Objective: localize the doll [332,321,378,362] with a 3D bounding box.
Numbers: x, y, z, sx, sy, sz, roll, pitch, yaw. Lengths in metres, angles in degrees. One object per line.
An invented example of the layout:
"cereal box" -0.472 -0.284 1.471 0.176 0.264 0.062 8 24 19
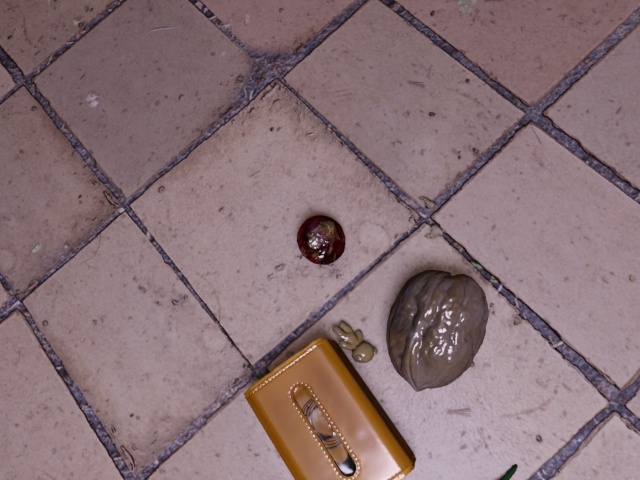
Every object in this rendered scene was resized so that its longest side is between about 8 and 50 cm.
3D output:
"doll" 0.068 0.199 1.040 0.062 0.051 0.093 -25 80 -39

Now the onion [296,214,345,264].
"onion" 0.000 0.000 1.094 0.107 0.097 0.107 11 69 -29

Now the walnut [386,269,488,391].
"walnut" 0.208 0.165 0.971 0.178 0.178 0.230 16 82 14

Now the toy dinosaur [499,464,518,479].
"toy dinosaur" 0.130 0.466 0.868 0.301 0.087 0.447 39 53 15

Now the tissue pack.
"tissue pack" 0.019 0.341 0.963 0.194 0.145 0.274 -36 72 -3
